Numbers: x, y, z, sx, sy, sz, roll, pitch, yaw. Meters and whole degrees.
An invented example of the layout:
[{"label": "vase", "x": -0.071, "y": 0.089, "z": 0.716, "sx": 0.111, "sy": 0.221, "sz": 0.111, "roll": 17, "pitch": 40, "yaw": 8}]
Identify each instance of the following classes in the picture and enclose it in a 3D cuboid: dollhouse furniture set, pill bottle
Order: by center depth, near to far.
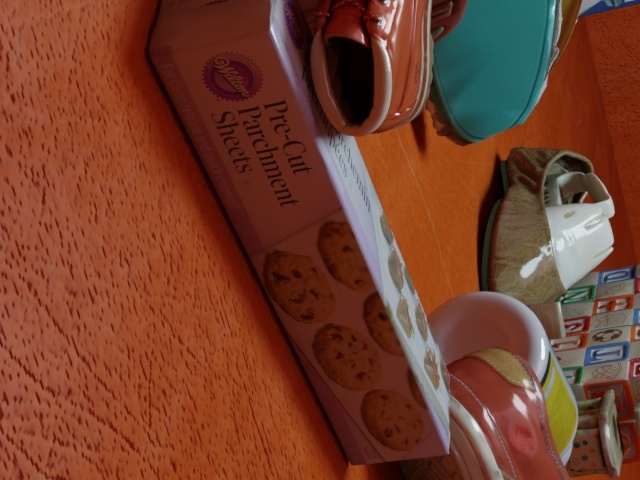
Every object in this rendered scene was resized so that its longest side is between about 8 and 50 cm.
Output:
[{"label": "pill bottle", "x": 0.139, "y": 0.122, "z": 1.172, "sx": 0.184, "sy": 0.103, "sz": 0.103, "roll": 57, "pitch": 27, "yaw": -54}, {"label": "dollhouse furniture set", "x": 0.230, "y": 0.122, "z": 1.346, "sx": 0.101, "sy": 0.182, "sz": 0.161, "roll": -28, "pitch": 107, "yaw": -74}]

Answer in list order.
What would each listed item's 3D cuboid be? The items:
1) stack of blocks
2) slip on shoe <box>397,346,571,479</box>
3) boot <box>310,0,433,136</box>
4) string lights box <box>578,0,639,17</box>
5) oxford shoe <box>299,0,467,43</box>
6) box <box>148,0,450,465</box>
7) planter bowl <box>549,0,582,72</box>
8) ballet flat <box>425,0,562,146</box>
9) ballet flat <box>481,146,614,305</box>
[{"label": "stack of blocks", "x": 0.281, "y": 0.122, "z": 1.549, "sx": 0.297, "sy": 0.171, "sz": 0.087, "roll": -58, "pitch": 135, "yaw": -67}, {"label": "slip on shoe", "x": 0.144, "y": 0.214, "z": 1.065, "sx": 0.101, "sy": 0.123, "sz": 0.331, "roll": -35, "pitch": 120, "yaw": -24}, {"label": "boot", "x": 0.024, "y": -0.127, "z": 0.750, "sx": 0.084, "sy": 0.059, "sz": 0.158, "roll": -36, "pitch": 124, "yaw": -66}, {"label": "string lights box", "x": 0.313, "y": -0.334, "z": 1.803, "sx": 0.077, "sy": 0.260, "sz": 0.133, "roll": -55, "pitch": 131, "yaw": -70}, {"label": "oxford shoe", "x": -0.010, "y": -0.246, "z": 0.833, "sx": 0.397, "sy": 0.140, "sz": 0.146, "roll": 59, "pitch": 18, "yaw": -55}, {"label": "box", "x": 0.000, "y": 0.000, "z": 0.830, "sx": 0.063, "sy": 0.067, "sz": 0.324, "roll": -84, "pitch": 159, "yaw": -46}, {"label": "planter bowl", "x": 0.191, "y": -0.269, "z": 1.576, "sx": 0.217, "sy": 0.090, "sz": 0.217, "roll": -169, "pitch": -90, "yaw": -76}, {"label": "ballet flat", "x": 0.124, "y": -0.290, "z": 1.304, "sx": 0.147, "sy": 0.147, "sz": 0.409, "roll": -50, "pitch": 138, "yaw": -70}, {"label": "ballet flat", "x": 0.242, "y": -0.015, "z": 1.592, "sx": 0.342, "sy": 0.124, "sz": 0.116, "roll": -63, "pitch": 139, "yaw": -65}]
